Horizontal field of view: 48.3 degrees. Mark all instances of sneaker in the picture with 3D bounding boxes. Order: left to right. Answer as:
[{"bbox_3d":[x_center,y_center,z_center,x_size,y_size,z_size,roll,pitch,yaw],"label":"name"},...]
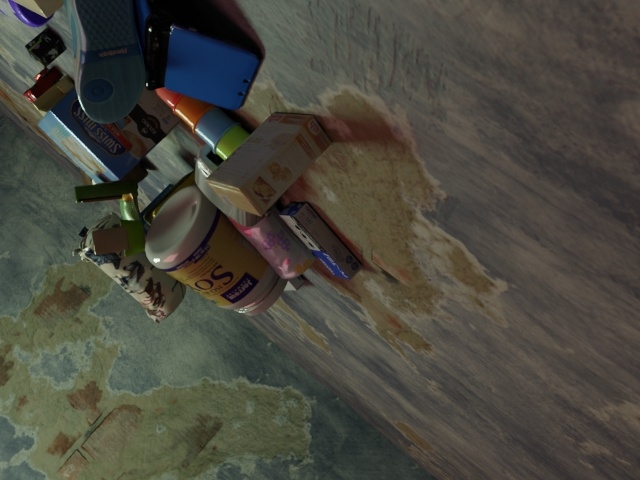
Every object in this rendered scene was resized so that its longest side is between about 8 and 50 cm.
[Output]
[{"bbox_3d":[-0.401,-0.387,1.285,0.208,0.127,0.319,58,148,38],"label":"sneaker"}]

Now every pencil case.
[{"bbox_3d":[-0.622,0.100,2.383,0.410,0.183,0.160,51,179,-30],"label":"pencil case"},{"bbox_3d":[-0.126,-0.027,1.760,0.124,0.114,0.273,-10,128,49],"label":"pencil case"}]

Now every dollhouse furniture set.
[{"bbox_3d":[-0.562,-0.059,1.942,0.301,0.151,0.198,-162,64,-76],"label":"dollhouse furniture set"}]

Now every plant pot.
[{"bbox_3d":[-0.731,-0.282,2.411,0.215,0.215,0.231,15,133,58],"label":"plant pot"}]

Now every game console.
[{"bbox_3d":[-0.240,-0.378,1.285,0.293,0.173,0.250,150,104,-73],"label":"game console"}]

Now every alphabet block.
[{"bbox_3d":[-0.369,-0.073,2.064,0.192,0.193,0.197,45,164,-16],"label":"alphabet block"}]

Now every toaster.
[{"bbox_3d":[-0.193,-0.145,1.592,0.227,0.129,0.146,42,160,7],"label":"toaster"}]

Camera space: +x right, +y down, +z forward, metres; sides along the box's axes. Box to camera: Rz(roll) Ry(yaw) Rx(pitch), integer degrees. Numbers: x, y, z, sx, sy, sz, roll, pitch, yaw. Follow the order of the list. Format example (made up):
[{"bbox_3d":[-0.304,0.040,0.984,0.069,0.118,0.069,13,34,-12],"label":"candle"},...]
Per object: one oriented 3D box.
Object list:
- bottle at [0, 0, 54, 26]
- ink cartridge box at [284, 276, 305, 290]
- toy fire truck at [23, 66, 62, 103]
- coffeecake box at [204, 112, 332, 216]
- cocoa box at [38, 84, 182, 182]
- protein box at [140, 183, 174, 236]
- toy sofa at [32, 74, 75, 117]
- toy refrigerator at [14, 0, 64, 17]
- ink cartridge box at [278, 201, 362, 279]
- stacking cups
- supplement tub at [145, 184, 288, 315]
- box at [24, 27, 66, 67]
[{"bbox_3d":[-0.776,-0.617,1.802,0.282,0.092,0.118,28,158,41],"label":"bottle"},{"bbox_3d":[-0.166,0.063,2.200,0.224,0.045,0.223,47,163,-12],"label":"ink cartridge box"},{"bbox_3d":[-0.915,-0.506,2.331,0.135,0.192,0.047,-15,127,37],"label":"toy fire truck"},{"bbox_3d":[-0.093,-0.139,1.262,0.142,0.185,0.068,18,151,55],"label":"coffeecake box"},{"bbox_3d":[-0.546,-0.302,1.825,0.231,0.228,0.347,48,163,-20],"label":"cocoa box"},{"bbox_3d":[-0.485,-0.047,2.381,0.199,0.201,0.136,29,160,38],"label":"protein box"},{"bbox_3d":[-0.717,-0.380,2.168,0.362,0.150,0.177,22,153,50],"label":"toy sofa"},{"bbox_3d":[-0.658,-0.588,1.588,0.269,0.102,0.094,30,160,34],"label":"toy refrigerator"},{"bbox_3d":[0.000,0.000,1.650,0.207,0.046,0.097,48,164,-20],"label":"ink cartridge box"},{"bbox_3d":[-0.212,-0.236,1.487,0.316,0.096,0.096,44,164,7],"label":"stacking cups"},{"bbox_3d":[-0.261,0.034,1.866,0.331,0.241,0.241,39,169,-36],"label":"supplement tub"},{"bbox_3d":[-0.770,-0.539,2.001,0.062,0.083,0.052,39,163,10],"label":"box"}]
